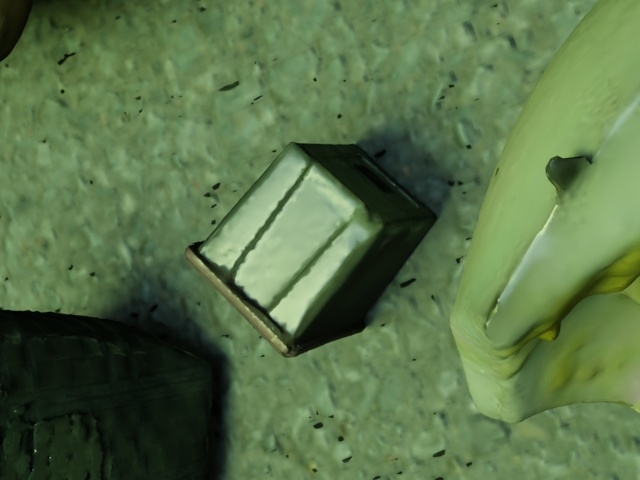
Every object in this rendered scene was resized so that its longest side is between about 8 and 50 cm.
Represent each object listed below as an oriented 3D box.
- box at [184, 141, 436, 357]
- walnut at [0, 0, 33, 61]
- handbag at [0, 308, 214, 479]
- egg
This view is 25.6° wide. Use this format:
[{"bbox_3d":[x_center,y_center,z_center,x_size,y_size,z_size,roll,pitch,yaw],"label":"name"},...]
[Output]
[{"bbox_3d":[0.000,0.000,0.544,0.060,0.085,0.063,45,107,13],"label":"box"},{"bbox_3d":[-0.187,-0.169,0.501,0.273,0.273,0.226,-21,74,26],"label":"walnut"},{"bbox_3d":[-0.117,0.148,0.568,0.089,0.175,0.270,2,99,27],"label":"handbag"},{"bbox_3d":[0.167,-0.005,0.426,0.271,0.162,0.206,24,101,-16],"label":"egg"}]
